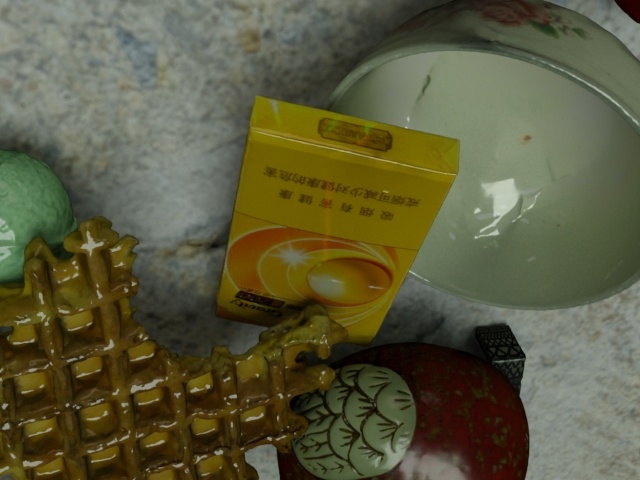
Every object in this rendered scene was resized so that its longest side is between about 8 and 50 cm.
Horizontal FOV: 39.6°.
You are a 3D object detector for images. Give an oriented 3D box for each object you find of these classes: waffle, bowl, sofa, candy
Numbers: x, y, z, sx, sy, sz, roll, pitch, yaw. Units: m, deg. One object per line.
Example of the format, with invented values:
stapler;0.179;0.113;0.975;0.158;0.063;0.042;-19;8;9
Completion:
waffle;-0.143;0.121;0.711;0.293;0.069;0.259;29;102;-31
bowl;0.147;-0.082;0.705;0.277;0.145;0.277;18;142;15
sofa;0.183;0.151;0.930;0.039;0.060;0.118;-3;122;-5
candy;-0.290;0.129;0.753;0.119;0.119;0.439;8;114;-18

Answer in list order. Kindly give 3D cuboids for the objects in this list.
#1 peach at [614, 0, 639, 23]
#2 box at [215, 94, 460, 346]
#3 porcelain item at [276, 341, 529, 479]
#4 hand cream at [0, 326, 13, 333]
peach;0.281;-0.233;0.683;0.127;0.092;0.172;-13;147;12
box;0.000;0.000;0.721;0.152;0.043;0.269;12;144;-4
porcelain item;0.080;0.221;0.825;0.253;0.253;0.253;-6;121;-10
hand cream;-0.395;0.109;0.767;0.257;0.050;0.084;-9;125;-23
